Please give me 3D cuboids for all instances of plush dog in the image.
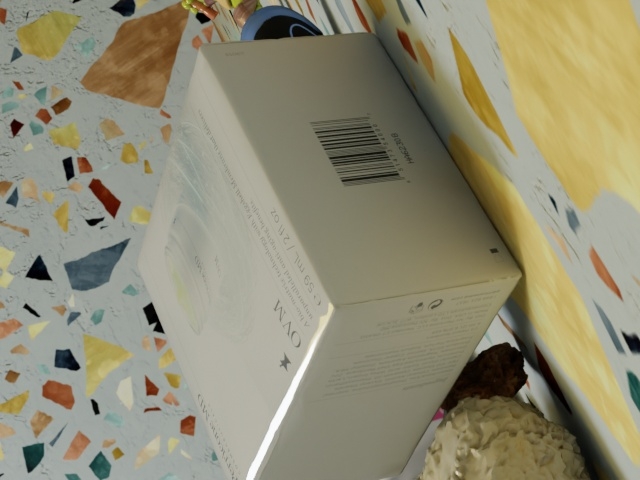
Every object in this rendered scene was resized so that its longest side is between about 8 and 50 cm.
[{"bbox_3d":[0.119,0.201,0.967,0.262,0.210,0.225,-118,26,-44],"label":"plush dog"}]

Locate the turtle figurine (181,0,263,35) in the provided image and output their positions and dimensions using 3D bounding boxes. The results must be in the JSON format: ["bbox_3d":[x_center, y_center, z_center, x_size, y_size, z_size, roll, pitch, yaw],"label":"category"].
[{"bbox_3d":[-0.096,-0.267,1.491,0.217,0.087,0.269,56,168,11],"label":"turtle figurine"}]

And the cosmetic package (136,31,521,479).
[{"bbox_3d":[-0.010,0.020,0.944,0.224,0.138,0.225,62,147,33],"label":"cosmetic package"}]

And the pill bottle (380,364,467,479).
[{"bbox_3d":[0.079,0.166,1.412,0.160,0.160,0.283,65,177,-35],"label":"pill bottle"}]

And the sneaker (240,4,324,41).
[{"bbox_3d":[0.015,-0.089,1.158,0.232,0.081,0.090,57,177,-18],"label":"sneaker"}]

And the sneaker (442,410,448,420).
[{"bbox_3d":[0.164,0.213,1.222,0.121,0.079,0.217,-114,7,-66],"label":"sneaker"}]
